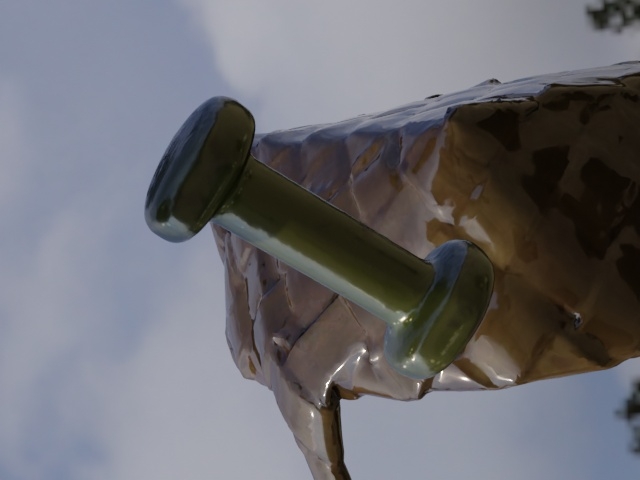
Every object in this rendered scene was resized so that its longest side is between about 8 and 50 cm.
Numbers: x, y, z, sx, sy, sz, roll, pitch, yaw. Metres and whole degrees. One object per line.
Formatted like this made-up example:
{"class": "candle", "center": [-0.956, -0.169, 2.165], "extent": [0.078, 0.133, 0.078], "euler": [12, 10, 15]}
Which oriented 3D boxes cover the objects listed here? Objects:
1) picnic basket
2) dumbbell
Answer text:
{"class": "picnic basket", "center": [0.109, 0.069, 1.009], "extent": [0.293, 0.337, 0.337], "euler": [-15, -78, -28]}
{"class": "dumbbell", "center": [0.000, 0.000, 0.611], "extent": [0.052, 0.118, 0.046], "euler": [-58, 14, 9]}
